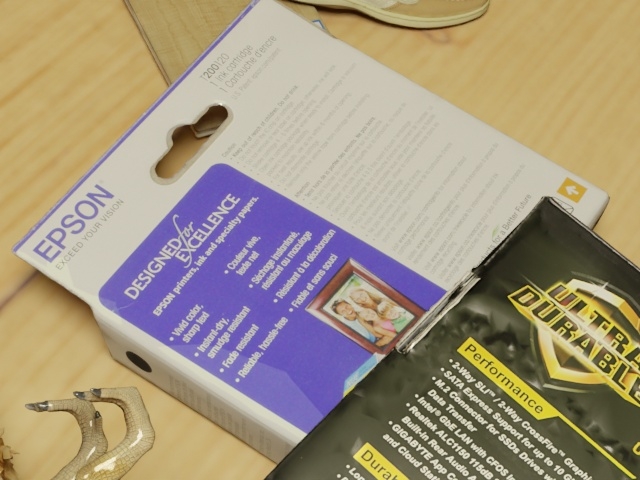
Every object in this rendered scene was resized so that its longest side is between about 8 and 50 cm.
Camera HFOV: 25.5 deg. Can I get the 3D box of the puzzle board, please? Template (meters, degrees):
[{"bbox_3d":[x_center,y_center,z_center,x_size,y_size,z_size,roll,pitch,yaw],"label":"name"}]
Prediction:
[{"bbox_3d":[-0.047,-0.114,0.768,0.096,0.011,0.128,-17,59,-21],"label":"puzzle board"}]

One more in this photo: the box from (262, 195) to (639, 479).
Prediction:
[{"bbox_3d":[0.115,0.176,0.505,0.322,0.079,0.257,40,69,16],"label":"box"}]

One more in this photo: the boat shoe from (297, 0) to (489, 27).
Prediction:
[{"bbox_3d":[0.035,-0.152,0.781,0.135,0.045,0.050,3,51,-17],"label":"boat shoe"}]

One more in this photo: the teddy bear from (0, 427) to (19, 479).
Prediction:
[{"bbox_3d":[-0.257,0.030,0.505,0.338,0.245,0.113,34,98,9],"label":"teddy bear"}]

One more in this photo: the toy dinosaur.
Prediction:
[{"bbox_3d":[-0.080,0.098,0.481,0.183,0.053,0.092,-3,81,-14],"label":"toy dinosaur"}]

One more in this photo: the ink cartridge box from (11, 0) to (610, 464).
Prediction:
[{"bbox_3d":[0.000,0.000,0.668,0.208,0.045,0.206,32,58,11],"label":"ink cartridge box"}]
